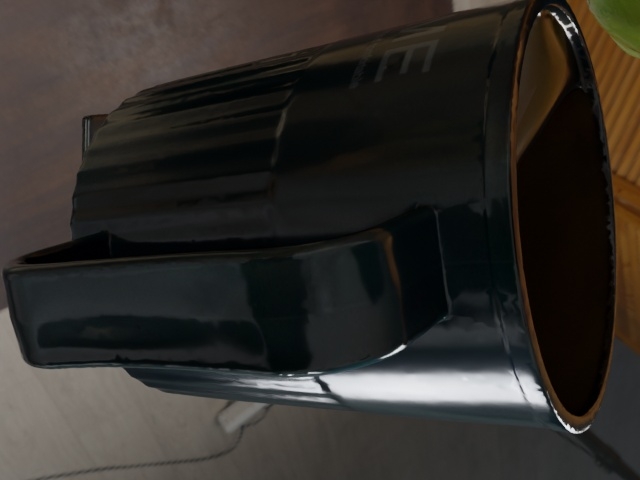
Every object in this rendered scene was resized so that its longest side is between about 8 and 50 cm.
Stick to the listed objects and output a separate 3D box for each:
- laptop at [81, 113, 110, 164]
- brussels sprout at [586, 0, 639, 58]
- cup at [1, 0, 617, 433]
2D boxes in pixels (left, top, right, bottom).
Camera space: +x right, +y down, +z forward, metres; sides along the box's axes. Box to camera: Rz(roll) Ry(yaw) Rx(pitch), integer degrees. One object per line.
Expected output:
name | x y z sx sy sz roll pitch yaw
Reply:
laptop | -0.206 -0.044 0.832 0.129 0.016 0.180 -20 116 -62
brussels sprout | 0.448 -0.308 0.845 0.344 0.344 0.268 15 98 -41
cup | 0.008 0.012 0.491 0.242 0.292 0.308 63 39 -34
